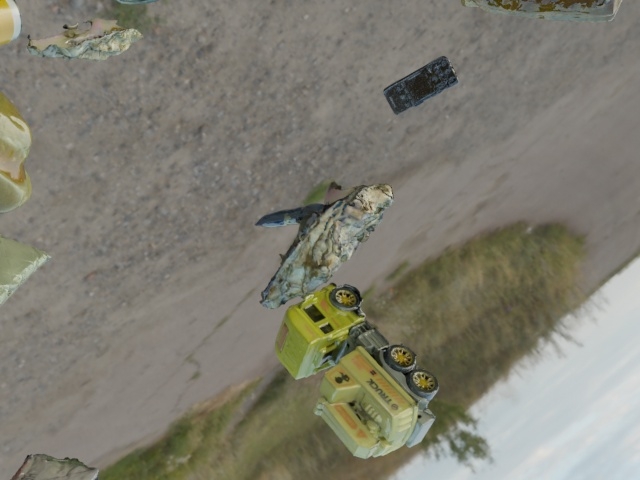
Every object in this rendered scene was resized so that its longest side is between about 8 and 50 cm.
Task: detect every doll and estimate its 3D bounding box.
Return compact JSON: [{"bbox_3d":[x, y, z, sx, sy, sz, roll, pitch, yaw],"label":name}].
[{"bbox_3d":[-0.042,-0.032,1.062,0.125,0.027,0.037,-10,180,36],"label":"doll"}]

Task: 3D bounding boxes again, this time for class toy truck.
[{"bbox_3d":[0.040,0.200,1.128,0.157,0.272,0.124,-18,143,-38],"label":"toy truck"}]

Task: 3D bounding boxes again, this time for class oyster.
[{"bbox_3d":[0.006,0.007,1.061,0.259,0.092,0.198,-57,173,23],"label":"oyster"},{"bbox_3d":[-0.435,-0.356,1.375,0.209,0.133,0.071,-52,144,-54],"label":"oyster"}]

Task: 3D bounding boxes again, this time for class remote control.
[{"bbox_3d":[0.122,-0.187,0.911,0.096,0.039,0.014,-24,-172,38],"label":"remote control"}]

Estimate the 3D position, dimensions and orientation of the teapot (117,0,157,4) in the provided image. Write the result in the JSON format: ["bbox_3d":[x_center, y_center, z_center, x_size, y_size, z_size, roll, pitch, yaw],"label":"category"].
[{"bbox_3d":[-0.366,-0.617,1.547,0.203,0.225,0.171,-15,-174,-26],"label":"teapot"}]

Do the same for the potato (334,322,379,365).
[{"bbox_3d":[0.081,0.221,1.720,0.149,0.081,0.120,-47,-160,60],"label":"potato"}]

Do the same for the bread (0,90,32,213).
[{"bbox_3d":[-0.702,-0.143,1.372,0.342,0.300,0.210,-17,-152,3],"label":"bread"}]

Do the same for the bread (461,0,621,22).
[{"bbox_3d":[0.397,-0.561,1.230,0.191,0.314,0.369,-41,140,-49],"label":"bread"}]

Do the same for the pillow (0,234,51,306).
[{"bbox_3d":[-0.795,0.038,1.696,0.076,0.281,0.274,-61,-174,23],"label":"pillow"}]

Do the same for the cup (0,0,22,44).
[{"bbox_3d":[-0.901,-0.539,1.869,0.280,0.196,0.196,-33,164,-49],"label":"cup"}]

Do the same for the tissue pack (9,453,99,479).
[{"bbox_3d":[-0.391,0.504,0.913,0.288,0.124,0.394,-77,-178,-74],"label":"tissue pack"}]
